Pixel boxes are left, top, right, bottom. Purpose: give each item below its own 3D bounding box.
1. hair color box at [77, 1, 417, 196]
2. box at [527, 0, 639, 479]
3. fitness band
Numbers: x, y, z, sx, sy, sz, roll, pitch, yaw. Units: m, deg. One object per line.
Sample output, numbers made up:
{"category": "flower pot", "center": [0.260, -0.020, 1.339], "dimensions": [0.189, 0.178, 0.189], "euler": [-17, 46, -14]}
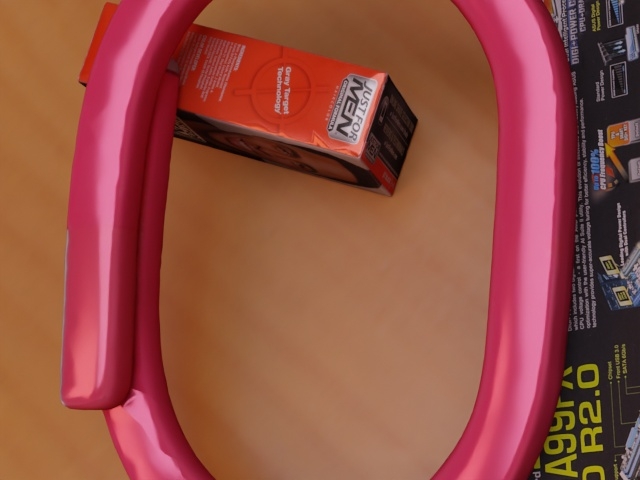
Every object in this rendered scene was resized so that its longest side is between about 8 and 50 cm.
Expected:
{"category": "hair color box", "center": [-0.032, -0.065, 0.739], "dimensions": [0.141, 0.072, 0.043], "euler": [16, 82, 18]}
{"category": "box", "center": [0.178, -0.006, 0.635], "dimensions": [0.216, 0.060, 0.270], "euler": [-13, 71, 37]}
{"category": "fitness band", "center": [0.000, 0.000, 0.659], "dimensions": [0.209, 0.054, 0.291], "euler": [3, 88, 16]}
